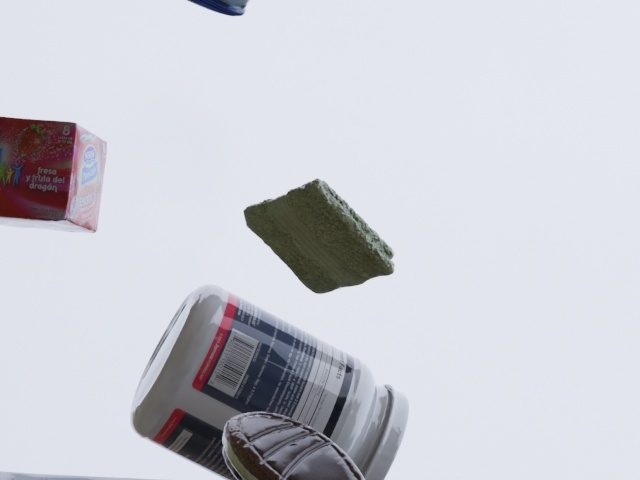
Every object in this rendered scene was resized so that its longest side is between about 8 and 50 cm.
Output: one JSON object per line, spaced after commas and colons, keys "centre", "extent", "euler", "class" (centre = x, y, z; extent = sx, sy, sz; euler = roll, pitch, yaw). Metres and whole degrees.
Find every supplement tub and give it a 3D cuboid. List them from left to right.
{"centre": [-0.059, 0.187, 1.819], "extent": [0.272, 0.191, 0.191], "euler": [29, -47, -10], "class": "supplement tub"}

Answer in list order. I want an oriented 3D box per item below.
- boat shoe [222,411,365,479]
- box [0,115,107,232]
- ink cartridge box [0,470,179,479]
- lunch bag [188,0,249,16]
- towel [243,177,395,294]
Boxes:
{"centre": [-0.001, 0.233, 1.284], "extent": [0.257, 0.095, 0.095], "euler": [37, -58, 44], "class": "boat shoe"}
{"centre": [-0.402, -0.084, 1.961], "extent": [0.257, 0.128, 0.122], "euler": [5, -96, 11], "class": "box"}
{"centre": [-0.171, 0.255, 1.236], "extent": [0.223, 0.224, 0.045], "euler": [51, -53, 55], "class": "ink cartridge box"}
{"centre": [-0.146, -0.316, 1.577], "extent": [0.090, 0.176, 0.219], "euler": [-55, -147, 23], "class": "lunch bag"}
{"centre": [0.000, 0.000, 1.675], "extent": [0.110, 0.027, 0.148], "euler": [-22, -51, 28], "class": "towel"}
